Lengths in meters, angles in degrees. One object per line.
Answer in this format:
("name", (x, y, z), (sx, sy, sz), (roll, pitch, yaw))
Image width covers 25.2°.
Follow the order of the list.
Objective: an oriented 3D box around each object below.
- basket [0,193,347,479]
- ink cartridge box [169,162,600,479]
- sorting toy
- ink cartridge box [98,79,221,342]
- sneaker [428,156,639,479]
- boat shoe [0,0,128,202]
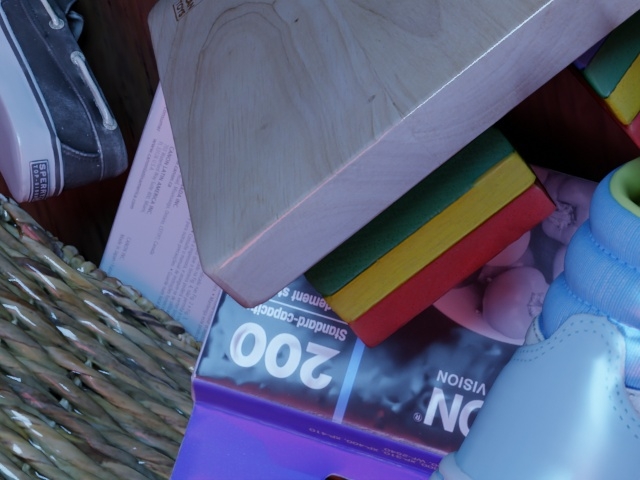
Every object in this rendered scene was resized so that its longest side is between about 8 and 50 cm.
("basket", (-0.152, 0.171, 0.788), (0.299, 0.213, 0.223), (37, 129, -6))
("ink cartridge box", (0.048, 0.054, 0.698), (0.206, 0.045, 0.208), (16, 84, 6))
("sorting toy", (0.063, -0.099, 0.585), (0.255, 0.257, 0.089), (-38, 119, 10))
("ink cartridge box", (0.000, 0.000, 0.796), (0.224, 0.056, 0.181), (24, 118, 1))
("sneaker", (0.193, 0.066, 0.588), (0.127, 0.319, 0.208), (32, 102, 41))
("boat shoe", (-0.173, -0.119, 0.819), (0.219, 0.070, 0.078), (65, 153, 21))
